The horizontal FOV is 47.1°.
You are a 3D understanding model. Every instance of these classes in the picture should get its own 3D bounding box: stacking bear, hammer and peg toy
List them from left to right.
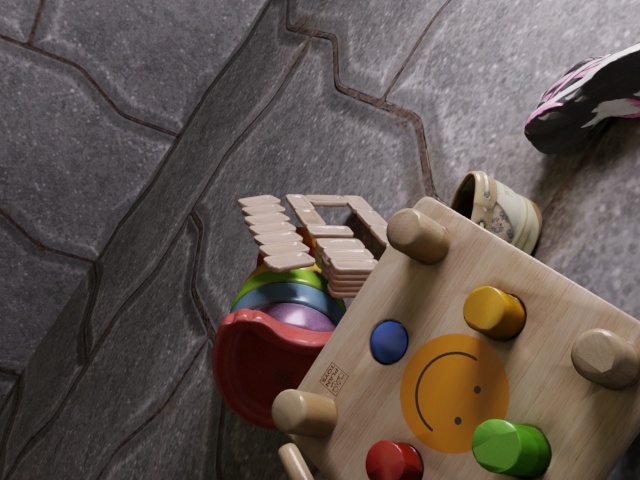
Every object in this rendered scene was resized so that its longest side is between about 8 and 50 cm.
[{"bbox_3d":[-0.037,0.084,0.949,0.289,0.175,0.164,-86,13,-57],"label":"stacking bear"},{"bbox_3d":[0.075,0.166,0.599,0.266,0.127,0.361,38,98,38],"label":"hammer and peg toy"}]

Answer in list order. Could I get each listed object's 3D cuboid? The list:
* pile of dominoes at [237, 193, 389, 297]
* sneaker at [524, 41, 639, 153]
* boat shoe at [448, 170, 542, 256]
[{"bbox_3d":[0.000,0.000,0.949,0.251,0.195,0.040,-125,39,-62],"label":"pile of dominoes"},{"bbox_3d":[0.280,-0.159,0.723,0.178,0.072,0.077,-23,34,43],"label":"sneaker"},{"bbox_3d":[0.120,0.068,0.751,0.285,0.089,0.104,-64,27,-5],"label":"boat shoe"}]
